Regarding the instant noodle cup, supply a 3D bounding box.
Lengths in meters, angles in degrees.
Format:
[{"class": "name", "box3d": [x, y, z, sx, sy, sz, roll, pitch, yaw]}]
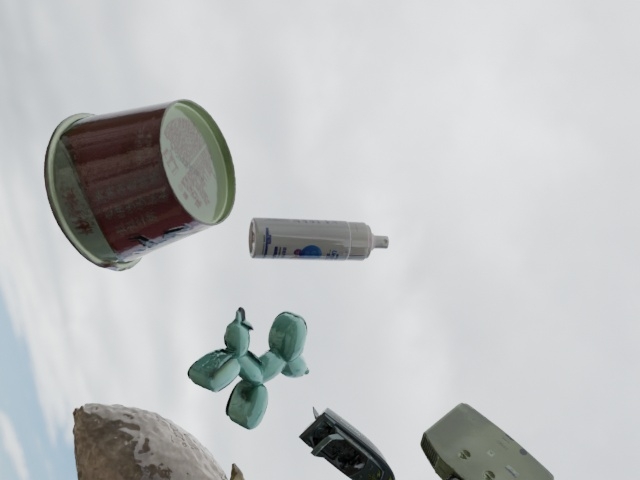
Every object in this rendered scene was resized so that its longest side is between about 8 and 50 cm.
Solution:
[{"class": "instant noodle cup", "box3d": [-0.239, -0.088, 1.282, 0.178, 0.235, 0.235, -14, -91, 25]}]

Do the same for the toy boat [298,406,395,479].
[{"class": "toy boat", "box3d": [0.066, 0.461, 1.964, 0.093, 0.246, 0.103, -46, -171, 21]}]

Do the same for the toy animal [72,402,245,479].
[{"class": "toy animal", "box3d": [-0.234, 0.377, 1.344, 0.358, 0.188, 0.226, 52, 6, 4]}]

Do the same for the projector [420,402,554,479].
[{"class": "projector", "box3d": [0.348, 0.496, 1.993, 0.269, 0.193, 0.088, 39, -41, 28]}]

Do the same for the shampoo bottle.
[{"class": "shampoo bottle", "box3d": [0.000, 0.000, 1.979, 0.092, 0.303, 0.092, -177, -90, -75]}]

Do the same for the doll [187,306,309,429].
[{"class": "doll", "box3d": [-0.076, 0.155, 1.165, 0.059, 0.159, 0.159, 16, -23, 47]}]
